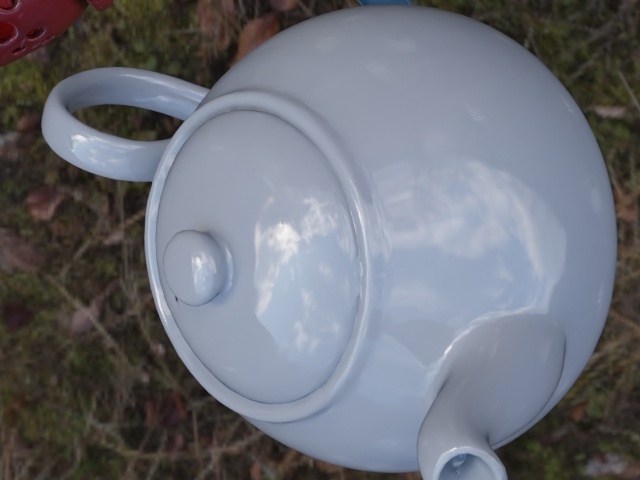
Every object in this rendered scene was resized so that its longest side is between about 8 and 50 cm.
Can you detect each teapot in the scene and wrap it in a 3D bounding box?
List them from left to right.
[{"bbox_3d":[0.000,0.000,0.619,0.187,0.252,0.256,-7,172,-43],"label":"teapot"}]

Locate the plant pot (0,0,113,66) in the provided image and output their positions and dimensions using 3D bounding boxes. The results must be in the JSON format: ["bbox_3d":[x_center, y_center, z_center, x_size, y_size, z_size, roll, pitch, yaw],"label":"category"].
[{"bbox_3d":[-0.318,-0.294,1.340,0.174,0.191,0.191,-21,131,3],"label":"plant pot"}]

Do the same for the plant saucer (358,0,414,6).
[{"bbox_3d":[0.077,-0.340,1.728,0.067,0.018,0.192,-3,174,17],"label":"plant saucer"}]
